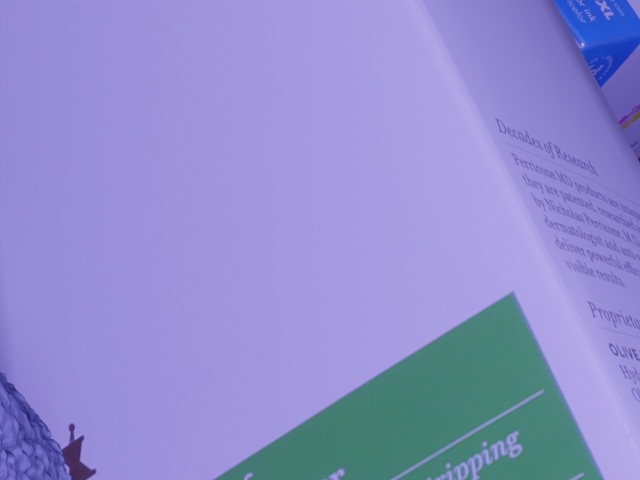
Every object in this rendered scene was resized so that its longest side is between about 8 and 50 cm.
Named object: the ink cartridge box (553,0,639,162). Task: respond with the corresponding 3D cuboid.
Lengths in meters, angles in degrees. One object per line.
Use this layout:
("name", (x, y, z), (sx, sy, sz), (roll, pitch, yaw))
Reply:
("ink cartridge box", (0.136, -0.093, 0.859), (0.231, 0.134, 0.078), (-15, 65, -43))

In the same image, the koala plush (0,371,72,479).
("koala plush", (-0.167, 0.046, 0.485), (0.196, 0.203, 0.221), (28, 23, -30))

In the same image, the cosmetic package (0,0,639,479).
("cosmetic package", (0.000, 0.000, 0.607), (0.155, 0.197, 0.365), (17, 42, -56))
